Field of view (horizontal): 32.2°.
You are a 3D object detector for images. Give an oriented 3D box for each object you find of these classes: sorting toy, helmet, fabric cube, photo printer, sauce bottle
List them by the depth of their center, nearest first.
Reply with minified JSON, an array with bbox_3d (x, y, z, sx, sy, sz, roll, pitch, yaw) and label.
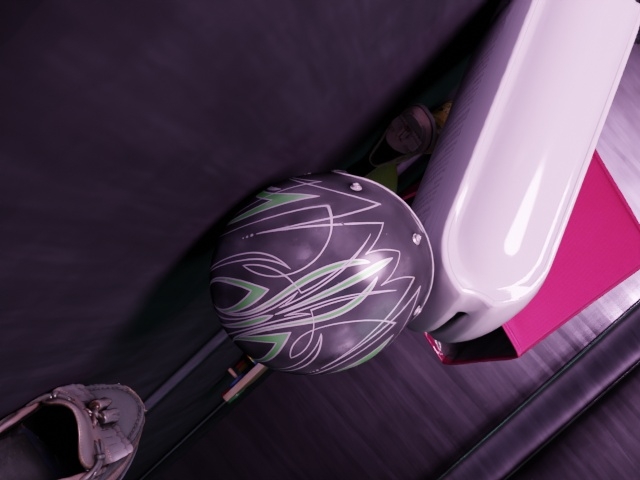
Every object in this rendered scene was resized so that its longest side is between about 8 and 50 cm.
[{"bbox_3d":[-0.002,0.026,0.860,0.169,0.169,0.161,-42,-169,0],"label":"helmet"},{"bbox_3d":[0.155,-0.057,0.973,0.256,0.107,0.307,128,-15,-79],"label":"photo printer"},{"bbox_3d":[0.148,-0.138,1.263,0.128,0.042,0.042,-40,174,-47],"label":"sauce bottle"},{"bbox_3d":[0.251,-0.003,1.538,0.258,0.254,0.259,-32,-177,-19],"label":"fabric cube"},{"bbox_3d":[-0.119,0.226,2.108,0.274,0.046,0.132,-44,174,23],"label":"sorting toy"}]

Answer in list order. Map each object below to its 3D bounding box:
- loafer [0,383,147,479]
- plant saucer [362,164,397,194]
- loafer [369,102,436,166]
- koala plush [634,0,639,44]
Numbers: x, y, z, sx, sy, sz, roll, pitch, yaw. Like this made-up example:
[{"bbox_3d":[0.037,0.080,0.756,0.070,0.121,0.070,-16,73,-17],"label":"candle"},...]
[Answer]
[{"bbox_3d":[-0.213,0.168,0.864,0.084,0.096,0.267,-52,168,28],"label":"loafer"},{"bbox_3d":[0.000,0.000,1.225,0.241,0.037,0.241,-40,176,-3],"label":"plant saucer"},{"bbox_3d":[0.080,-0.098,1.100,0.039,0.045,0.125,-30,175,-15],"label":"loafer"},{"bbox_3d":[0.390,-0.245,1.187,0.196,0.221,0.203,-46,174,26],"label":"koala plush"}]
